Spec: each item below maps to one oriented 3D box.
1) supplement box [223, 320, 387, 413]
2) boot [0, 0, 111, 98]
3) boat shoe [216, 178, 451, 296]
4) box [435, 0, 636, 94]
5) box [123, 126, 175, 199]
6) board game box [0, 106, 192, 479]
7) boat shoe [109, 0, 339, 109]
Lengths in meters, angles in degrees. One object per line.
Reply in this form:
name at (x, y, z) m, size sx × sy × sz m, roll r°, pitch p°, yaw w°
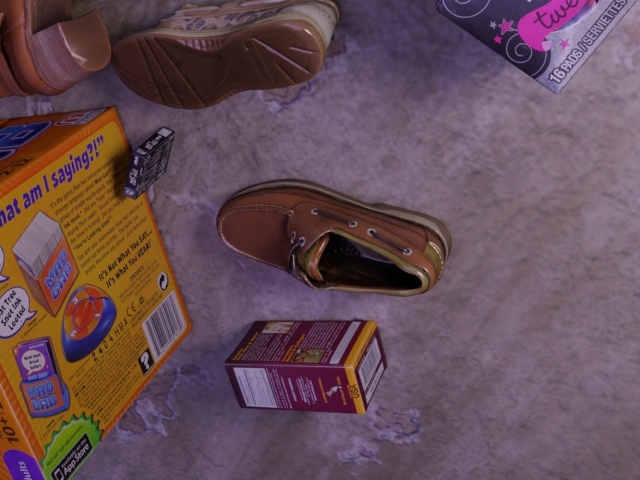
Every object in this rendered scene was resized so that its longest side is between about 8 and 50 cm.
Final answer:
supplement box at (-0.019, 0.168, 1.178) m, size 0.188 × 0.104 × 0.080 m, roll -3°, pitch 118°, yaw 25°
boot at (-0.368, -0.312, 1.054) m, size 0.220 × 0.109 × 0.283 m, roll -4°, pitch 112°, yaw 42°
boat shoe at (0.000, 0.000, 1.068) m, size 0.307 × 0.104 × 0.110 m, roll 6°, pitch 121°, yaw 20°
box at (0.233, -0.283, 0.758) m, size 0.142 × 0.163 × 0.247 m, roll 34°, pitch 126°, yaw -1°
box at (-0.217, -0.099, 1.115) m, size 0.018 × 0.083 × 0.067 m, roll 26°, pitch 127°, yaw 6°
board game box at (-0.446, 0.068, 1.145) m, size 0.356 × 0.356 × 0.356 m, roll -2°, pitch 118°, yaw 24°
boat shoe at (-0.112, -0.220, 1.006) m, size 0.285 × 0.089 × 0.104 m, roll 1°, pitch 135°, yaw 26°
